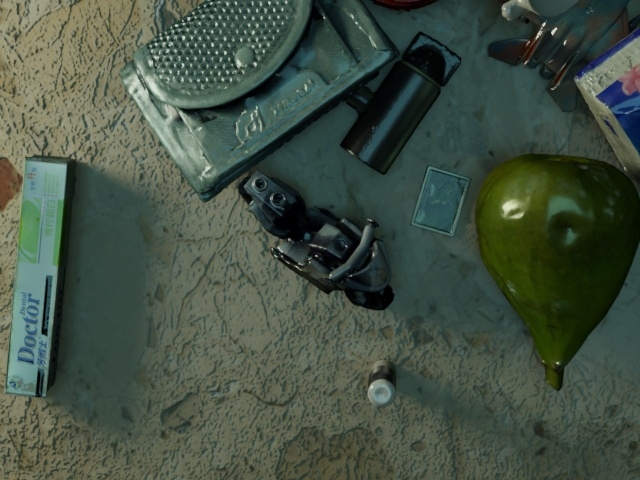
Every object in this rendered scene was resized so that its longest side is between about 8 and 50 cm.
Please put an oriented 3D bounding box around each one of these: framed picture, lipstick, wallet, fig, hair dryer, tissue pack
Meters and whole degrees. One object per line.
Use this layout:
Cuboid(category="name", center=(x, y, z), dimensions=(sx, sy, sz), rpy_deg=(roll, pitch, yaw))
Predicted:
Cuboid(category="framed picture", center=(0.170, -0.055, 1.752), dimensions=(0.066, 0.006, 0.089), rpy_deg=(17, 97, 0))
Cuboid(category="lipstick", center=(0.086, 0.198, 1.717), dimensions=(0.040, 0.141, 0.040), rpy_deg=(0, 96, 4))
Cuboid(category="wallet", center=(-0.093, -0.243, 1.683), dimensions=(0.342, 0.075, 0.237), rpy_deg=(-35, 76, 10))
Cuboid(category="fig", center=(0.295, 0.022, 1.659), dimensions=(0.233, 0.233, 0.314), rpy_deg=(25, 118, -1))
Cuboid(category="hair dryer", center=(0.041, -0.238, 1.711), dimensions=(0.248, 0.078, 0.195), rpy_deg=(34, 95, 4))
Cuboid(category="tissue pack", center=(0.500, -0.204, 1.627), dimensions=(0.270, 0.137, 0.209), rpy_deg=(-35, 124, 4))

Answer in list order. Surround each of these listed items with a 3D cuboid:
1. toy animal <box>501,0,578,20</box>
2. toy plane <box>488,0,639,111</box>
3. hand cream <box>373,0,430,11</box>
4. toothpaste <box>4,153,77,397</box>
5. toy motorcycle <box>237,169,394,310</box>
Cuboid(category="toy animal", center=(0.244, -0.383, 1.618), dimensions=(0.131, 0.221, 0.104), rpy_deg=(-46, 138, 14))
Cuboid(category="toy plane", center=(0.377, -0.333, 1.652), dimensions=(0.223, 0.104, 0.326), rpy_deg=(36, 111, -3))
Cuboid(category="hand cream", center=(0.116, -0.407, 1.657), dimensions=(0.193, 0.125, 0.193), rpy_deg=(0, 99, 1))
Cuboid(category="toothpaste", center=(-0.397, 0.049, 1.750), dimensions=(0.067, 0.081, 0.336), rpy_deg=(6, 97, -2))
Cuboid(category="toy motorcycle", center=(0.000, 0.000, 1.694), dimensions=(0.270, 0.159, 0.106), rpy_deg=(40, 75, -4))
